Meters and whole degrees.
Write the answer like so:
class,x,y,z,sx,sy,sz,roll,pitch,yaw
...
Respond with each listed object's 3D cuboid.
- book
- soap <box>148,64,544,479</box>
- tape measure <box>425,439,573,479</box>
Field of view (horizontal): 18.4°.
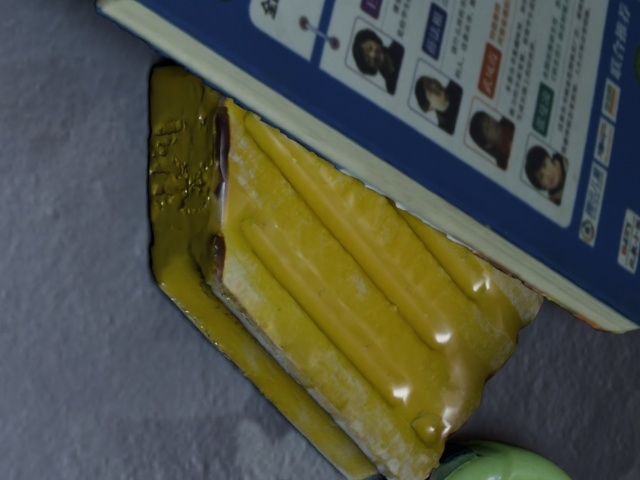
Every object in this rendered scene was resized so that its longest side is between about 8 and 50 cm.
class,x,y,z,sx,sy,sz,roll,pitch,yaw
book,0.072,-0.160,1.112,0.428,0.039,0.300,31,61,-38
soap,0.000,0.000,1.105,0.257,0.080,0.160,49,63,-24
tape measure,0.094,0.194,1.167,0.177,0.087,0.154,33,72,-32
